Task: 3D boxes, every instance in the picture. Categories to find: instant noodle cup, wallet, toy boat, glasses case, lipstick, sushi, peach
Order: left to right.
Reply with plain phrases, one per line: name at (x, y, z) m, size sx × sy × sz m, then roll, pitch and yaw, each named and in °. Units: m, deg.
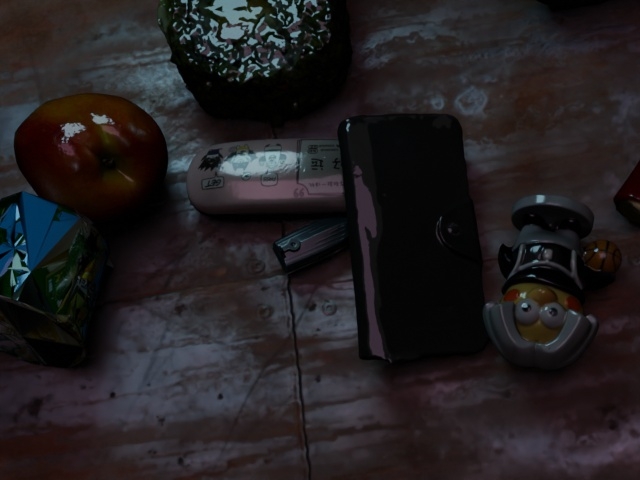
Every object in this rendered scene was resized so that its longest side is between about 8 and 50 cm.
instant noodle cup at (-0.426, 0.058, 1.650) m, size 0.240 × 0.240 × 0.178 m, roll 8°, pitch 60°, yaw 13°
peach at (-0.351, -0.126, 1.703) m, size 0.243 × 0.243 × 0.200 m, roll 13°, pitch 96°, yaw 15°
sushi at (-0.105, -0.367, 1.793) m, size 0.294 × 0.178 × 0.352 m, roll -8°, pitch 69°, yaw 9°
glasses case at (-0.052, -0.096, 1.720) m, size 0.314 × 0.075 × 0.122 m, roll -1°, pitch 68°, yaw 7°
toy boat at (0.000, 0.000, 1.683) m, size 0.141 × 0.060 × 0.055 m, roll -25°, pitch 65°, yaw -9°
wallet at (0.136, -0.005, 1.629) m, size 0.197 × 0.051 × 0.378 m, roll -2°, pitch 73°, yaw -9°
lipstick at (0.519, -0.131, 1.638) m, size 0.080 × 0.080 × 0.241 m, roll 29°, pitch 75°, yaw 20°

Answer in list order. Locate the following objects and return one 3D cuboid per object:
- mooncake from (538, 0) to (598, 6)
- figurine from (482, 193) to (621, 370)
mooncake at (0.403, -0.464, 1.715) m, size 0.244 × 0.245 × 0.133 m, roll -10°, pitch 62°, yaw 5°
figurine at (0.322, 0.068, 1.558) m, size 0.176 × 0.133 × 0.236 m, roll 8°, pitch 65°, yaw 15°
